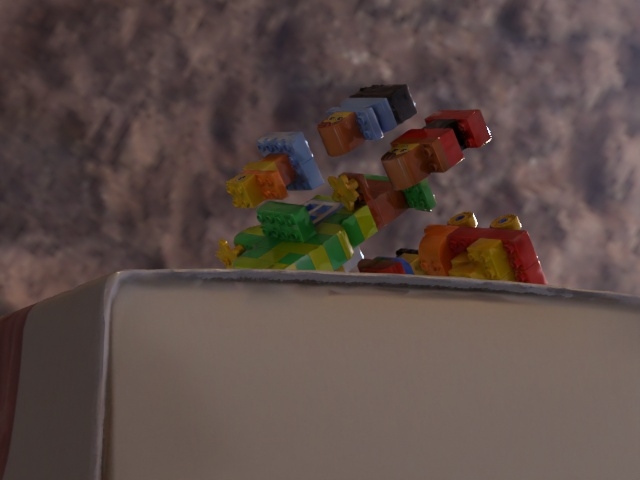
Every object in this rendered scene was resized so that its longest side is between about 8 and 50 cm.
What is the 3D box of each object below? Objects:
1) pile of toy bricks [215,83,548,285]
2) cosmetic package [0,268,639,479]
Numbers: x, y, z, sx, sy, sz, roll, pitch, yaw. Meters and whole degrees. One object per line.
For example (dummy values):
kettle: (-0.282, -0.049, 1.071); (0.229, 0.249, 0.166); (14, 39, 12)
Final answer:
pile of toy bricks: (0.000, 0.000, 0.899); (0.105, 0.212, 0.118); (-35, -68, -30)
cosmetic package: (-0.048, 0.092, 0.508); (0.153, 0.296, 0.129); (5, -101, -29)
